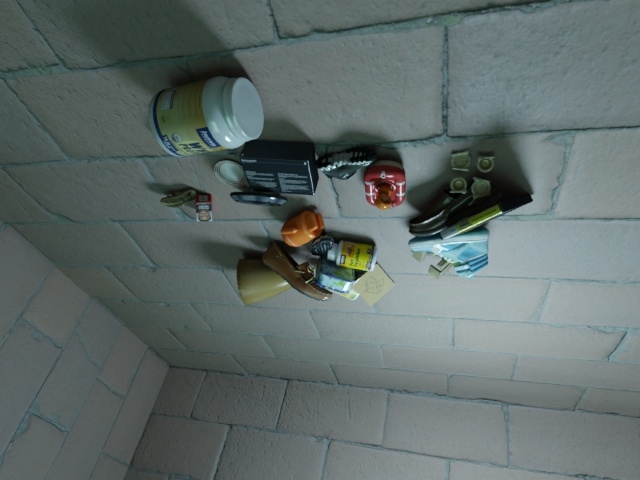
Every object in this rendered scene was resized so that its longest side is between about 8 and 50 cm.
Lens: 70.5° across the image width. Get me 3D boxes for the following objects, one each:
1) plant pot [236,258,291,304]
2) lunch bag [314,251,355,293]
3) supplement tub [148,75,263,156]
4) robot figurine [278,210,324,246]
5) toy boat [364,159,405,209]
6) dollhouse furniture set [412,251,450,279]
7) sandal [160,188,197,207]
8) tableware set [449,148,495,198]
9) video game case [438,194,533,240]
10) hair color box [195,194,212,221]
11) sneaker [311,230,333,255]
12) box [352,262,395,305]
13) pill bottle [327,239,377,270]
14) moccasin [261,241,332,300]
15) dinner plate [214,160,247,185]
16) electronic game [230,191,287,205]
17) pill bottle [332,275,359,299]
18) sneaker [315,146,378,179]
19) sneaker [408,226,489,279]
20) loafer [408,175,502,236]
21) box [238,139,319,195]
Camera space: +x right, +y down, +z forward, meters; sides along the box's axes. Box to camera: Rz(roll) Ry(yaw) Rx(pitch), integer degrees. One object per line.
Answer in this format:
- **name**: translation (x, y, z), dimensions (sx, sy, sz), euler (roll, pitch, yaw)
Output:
- **plant pot**: translation (-0.265, 0.192, 2.272), dimensions (0.254, 0.237, 0.237), euler (-9, 140, 6)
- **lunch bag**: translation (0.068, 0.147, 2.081), dimensions (0.176, 0.219, 0.090), euler (17, 117, -7)
- **supplement tub**: translation (-0.370, -0.405, 1.483), dimensions (0.316, 0.228, 0.228), euler (-4, 140, 23)
- **robot figurine**: translation (-0.083, -0.049, 1.949), dimensions (0.219, 0.158, 0.128), euler (-26, 112, 41)
- **toy boat**: translation (0.232, -0.178, 1.648), dimensions (0.151, 0.151, 0.231), euler (1, 144, 11)
- **dollhouse furniture set**: translation (0.505, 0.054, 1.981), dimensions (0.151, 0.123, 0.144), euler (39, 153, 26)
- **sandal**: translation (-0.623, -0.194, 2.005), dimensions (0.180, 0.049, 0.072), euler (-18, 141, 16)
- **tableware set**: translation (0.514, -0.225, 1.543), dimensions (0.141, 0.020, 0.168), euler (5, 108, 15)
- **video game case**: translation (0.591, -0.084, 1.617), dimensions (0.275, 0.035, 0.248), euler (-15, 168, -45)
- **hair color box**: translation (-0.520, -0.143, 2.019), dimensions (0.072, 0.043, 0.141), euler (-3, 147, -13)
- **sneaker**: translation (0.000, 0.000, 1.987), dimensions (0.084, 0.097, 0.234), euler (9, 164, -12)
- **box**: translation (0.255, 0.212, 2.198), dimensions (0.164, 0.021, 0.201), euler (-40, 127, 3)
- **pill bottle**: translation (0.142, 0.065, 2.036), dimensions (0.215, 0.117, 0.117), euler (9, 144, 5)
- **moccasin**: translation (-0.095, 0.147, 2.139), dimensions (0.380, 0.147, 0.139), euler (38, -174, 15)
- **dinner plate**: translation (-0.360, -0.274, 1.833), dimensions (0.141, 0.017, 0.141), euler (9, 145, 6)
- **electronic game**: translation (-0.248, -0.172, 1.823), dimensions (0.229, 0.048, 0.229), euler (4, 179, 0)
- **pill bottle**: translation (0.095, 0.205, 2.239), dimensions (0.208, 0.117, 0.117), euler (25, 142, -15)
- **sneaker**: translation (0.104, -0.273, 1.640), dimensions (0.234, 0.078, 0.106), euler (-6, 146, 26)
- **sneaker**: translation (0.524, 0.066, 1.834), dimensions (0.319, 0.127, 0.208), euler (-6, 105, 22)
- **loafer**: translation (0.477, -0.134, 1.682), dimensions (0.366, 0.134, 0.130), euler (-28, 101, 31)
- **box**: translation (-0.150, -0.272, 1.695), dimensions (0.261, 0.103, 0.184), euler (6, 147, 12)
